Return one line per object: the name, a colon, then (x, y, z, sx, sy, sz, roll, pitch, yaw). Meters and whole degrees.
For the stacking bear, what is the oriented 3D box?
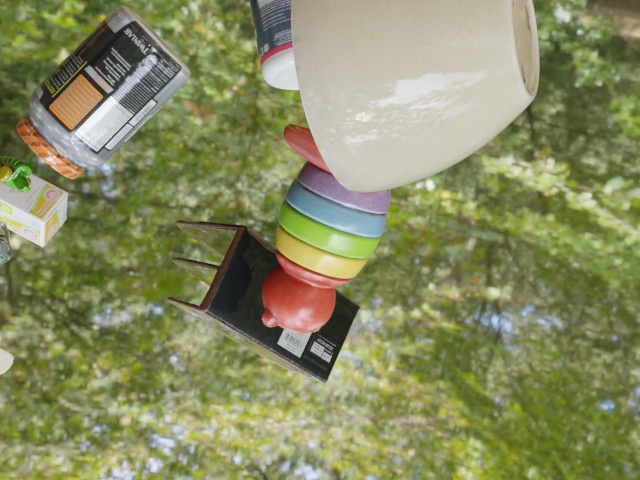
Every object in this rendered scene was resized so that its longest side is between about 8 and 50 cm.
stacking bear: (0.000, 0.000, 1.347, 0.175, 0.288, 0.164, 8, -161, -42)

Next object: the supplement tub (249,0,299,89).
supplement tub: (-0.052, -0.481, 1.986, 0.191, 0.272, 0.191, -10, 169, -2)

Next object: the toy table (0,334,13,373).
toy table: (-0.612, 0.198, 1.432, 0.252, 0.160, 0.274, 11, 155, 28)

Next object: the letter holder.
letter holder: (-0.123, 0.101, 1.573, 0.214, 0.152, 0.302, 9, 159, 47)

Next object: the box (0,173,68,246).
box: (-0.706, -0.093, 2.151, 0.203, 0.114, 0.103, 27, -127, 3)

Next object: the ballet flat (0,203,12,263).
ballet flat: (-0.624, -0.042, 1.723, 0.070, 0.188, 0.070, -17, 172, -2)

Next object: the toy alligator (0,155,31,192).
toy alligator: (-0.571, -0.131, 1.660, 0.190, 0.051, 0.056, 20, 170, 40)

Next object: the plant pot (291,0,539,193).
plant pot: (0.117, -0.196, 0.943, 0.191, 0.284, 0.284, -4, -172, 24)

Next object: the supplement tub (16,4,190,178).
supplement tub: (-0.422, -0.281, 1.774, 0.193, 0.316, 0.193, 46, -176, -4)
